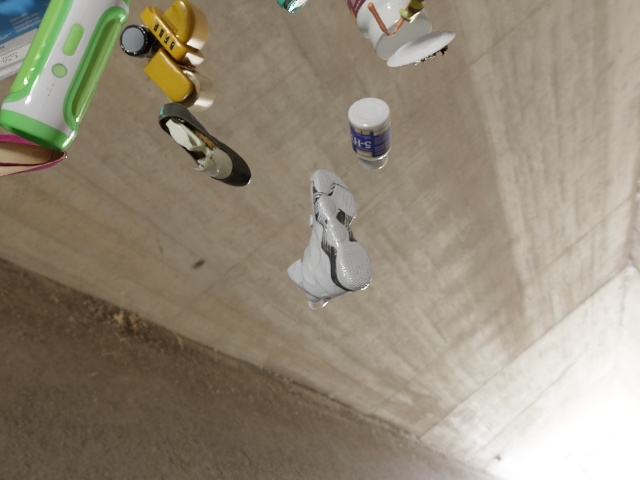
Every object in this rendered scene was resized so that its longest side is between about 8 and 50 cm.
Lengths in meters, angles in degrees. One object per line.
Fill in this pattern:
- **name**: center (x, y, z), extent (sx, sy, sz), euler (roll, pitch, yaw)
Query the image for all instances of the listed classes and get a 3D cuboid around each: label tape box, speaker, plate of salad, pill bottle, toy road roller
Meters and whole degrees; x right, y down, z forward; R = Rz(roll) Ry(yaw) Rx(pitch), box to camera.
- **label tape box**: center (-0.806, -0.570, 1.642), extent (0.115, 0.249, 0.348), euler (60, -15, -8)
- **speaker**: center (-0.431, -0.308, 1.054), extent (0.131, 0.296, 0.131), euler (20, -7, 3)
- **plate of salad**: center (0.277, -0.517, 1.696), extent (0.048, 0.200, 0.200), euler (62, -4, -26)
- **pill bottle**: center (0.190, -0.783, 1.963), extent (0.224, 0.224, 0.392), euler (46, 22, -66)
- **toy road roller**: center (-0.424, -0.583, 1.903), extent (0.329, 0.240, 0.202), euler (50, 14, 2)
- **pill bottle**: center (0.138, -0.285, 1.692), extent (0.112, 0.112, 0.186), euler (51, -15, 34)

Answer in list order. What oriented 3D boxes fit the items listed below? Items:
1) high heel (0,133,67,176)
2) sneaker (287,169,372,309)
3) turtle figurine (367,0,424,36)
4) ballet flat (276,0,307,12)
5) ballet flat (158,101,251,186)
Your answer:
- **high heel**: center (-0.836, -0.206, 1.535), extent (0.181, 0.377, 0.127), euler (14, -62, 37)
- **sneaker**: center (0.000, 0.000, 1.645), extent (0.137, 0.210, 0.366), euler (11, 54, -41)
- **turtle figurine**: center (0.179, -0.454, 0.946), extent (0.087, 0.217, 0.269), euler (42, -27, 33)
- **ballet flat**: center (0.011, -0.505, 1.075), extent (0.087, 0.247, 0.083), euler (56, 16, 0)
- **ballet flat**: center (-0.293, -0.221, 1.530), extent (0.280, 0.095, 0.096), euler (41, 24, -13)
